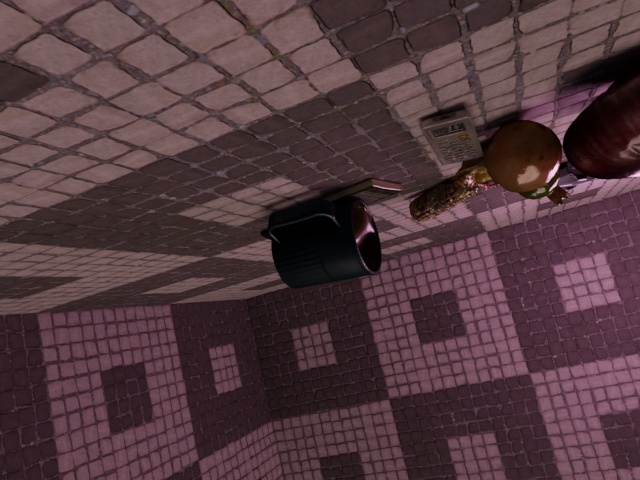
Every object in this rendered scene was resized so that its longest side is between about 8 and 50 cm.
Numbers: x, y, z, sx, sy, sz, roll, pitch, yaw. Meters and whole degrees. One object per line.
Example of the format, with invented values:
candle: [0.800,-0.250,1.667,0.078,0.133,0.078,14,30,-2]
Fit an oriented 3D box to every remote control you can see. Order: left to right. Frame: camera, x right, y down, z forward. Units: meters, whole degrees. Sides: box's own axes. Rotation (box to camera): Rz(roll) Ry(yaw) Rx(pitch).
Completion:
remote control: [0.325,-0.249,1.257,0.109,0.055,0.313,-10,168,21]

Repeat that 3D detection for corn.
corn: [0.430,-0.147,1.833,0.098,0.098,0.290,-7,167,-36]

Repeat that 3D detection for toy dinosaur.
toy dinosaur: [0.585,-0.197,1.902,0.167,0.053,0.242,-17,170,12]

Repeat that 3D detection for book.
book: [0.107,-0.135,1.667,0.264,0.027,0.202,-19,168,35]

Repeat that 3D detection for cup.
cup: [0.005,0.018,1.629,0.292,0.242,0.308,-14,173,25]

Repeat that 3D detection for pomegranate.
pomegranate: [0.508,-0.208,1.305,0.191,0.191,0.191,-13,170,-2]
pomegranate: [0.725,-0.195,1.711,0.159,0.205,0.159,-49,179,-2]

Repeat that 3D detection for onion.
onion: [0.733,-0.241,1.150,0.347,0.285,0.347,-29,167,-8]

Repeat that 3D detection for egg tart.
egg tart: [0.486,-0.223,1.500,0.212,0.090,0.212,-15,172,-2]

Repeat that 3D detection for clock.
clock: [0.986,-0.250,2.066,0.253,0.083,0.186,-8,168,-28]

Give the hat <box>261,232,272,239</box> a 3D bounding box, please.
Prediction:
hat: [-0.118,-0.015,1.920,0.193,0.082,0.193,26,179,1]
